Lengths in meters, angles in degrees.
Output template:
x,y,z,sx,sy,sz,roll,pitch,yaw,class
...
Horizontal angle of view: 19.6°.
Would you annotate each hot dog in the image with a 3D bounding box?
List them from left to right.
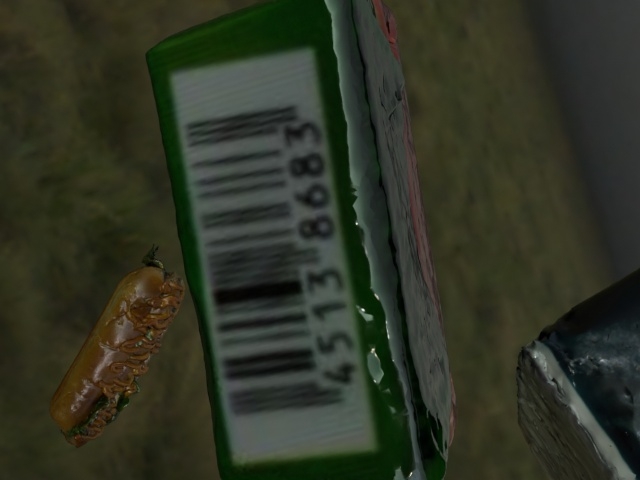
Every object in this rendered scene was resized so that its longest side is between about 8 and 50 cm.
x,y,z,sx,sy,sz,roll,pitch,yaw,class
-0.171,0.096,1.604,0.055,0.188,0.072,35,9,28,hot dog

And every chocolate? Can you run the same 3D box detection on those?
x,y,z,sx,sy,sz,roll,pitch,yaw,class
0.000,0.000,1.373,0.341,0.161,0.360,-28,109,-82,chocolate

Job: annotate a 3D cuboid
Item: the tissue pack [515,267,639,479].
x,y,z,sx,sy,sz,roll,pitch,yaw,class
0.374,0.095,1.303,0.264,0.416,0.253,56,-6,23,tissue pack
